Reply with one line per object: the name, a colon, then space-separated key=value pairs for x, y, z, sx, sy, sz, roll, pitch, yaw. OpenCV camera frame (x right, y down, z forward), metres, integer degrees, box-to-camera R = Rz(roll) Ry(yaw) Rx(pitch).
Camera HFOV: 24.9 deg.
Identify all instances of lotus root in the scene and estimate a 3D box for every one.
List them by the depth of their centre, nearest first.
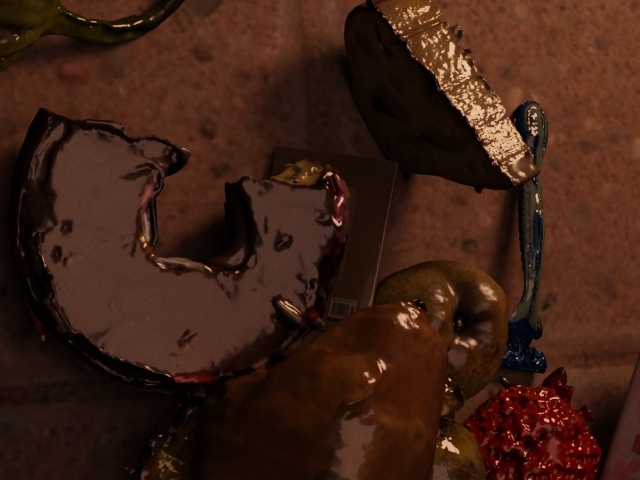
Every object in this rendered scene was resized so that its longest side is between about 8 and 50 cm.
lotus root: x=0.098 y=0.248 z=1.484 sx=0.154 sy=0.154 sz=0.278 roll=-5 pitch=116 yaw=-26
lotus root: x=0.117 y=-0.149 z=1.580 sx=0.074 sy=0.170 sz=0.261 roll=-29 pitch=85 yaw=-33

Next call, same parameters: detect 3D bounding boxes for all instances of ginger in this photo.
ginger: x=0.010 y=0.197 z=1.327 sx=0.269 sy=0.200 sz=0.223 roll=-24 pitch=72 yaw=9

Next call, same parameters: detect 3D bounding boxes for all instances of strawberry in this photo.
strawberry: x=0.213 y=0.254 z=1.605 sx=0.228 sy=0.098 sz=0.174 roll=-29 pitch=95 yaw=-27

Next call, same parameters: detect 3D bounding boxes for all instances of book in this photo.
book: x=0.000 y=0.000 z=1.545 sx=0.138 sy=0.016 sz=0.199 roll=9 pitch=76 yaw=10

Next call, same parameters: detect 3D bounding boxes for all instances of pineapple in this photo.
pineapple: x=-0.093 y=0.251 z=1.454 sx=0.224 sy=0.076 sz=0.225 roll=5 pitch=76 yaw=-21

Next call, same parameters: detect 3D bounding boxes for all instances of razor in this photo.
razor: x=0.242 y=-0.011 z=1.683 sx=0.093 sy=0.056 sz=0.324 roll=12 pitch=77 yaw=-22

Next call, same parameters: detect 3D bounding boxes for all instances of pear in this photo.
pear: x=0.121 y=0.100 z=1.560 sx=0.167 sy=0.136 sz=0.167 roll=3 pitch=83 yaw=-26

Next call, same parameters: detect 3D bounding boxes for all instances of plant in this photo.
plant: x=-0.264 y=-0.230 z=1.413 sx=0.333 sy=0.180 sz=0.251 roll=16 pitch=86 yaw=-27

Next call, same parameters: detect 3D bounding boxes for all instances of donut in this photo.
donut: x=-0.145 y=0.022 z=1.438 sx=0.345 sy=0.136 sz=0.259 roll=8 pitch=84 yaw=-18

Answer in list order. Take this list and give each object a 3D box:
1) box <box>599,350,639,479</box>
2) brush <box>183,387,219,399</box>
box: x=0.408 y=0.257 z=1.585 sx=0.112 sy=0.190 sz=0.370 roll=42 pitch=60 yaw=-44
brush: x=-0.112 y=0.282 z=1.491 sx=0.090 sy=0.017 sz=0.314 roll=-1 pitch=82 yaw=-26
